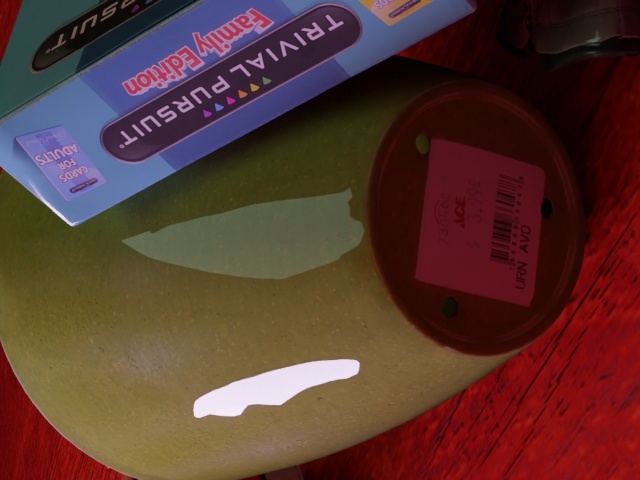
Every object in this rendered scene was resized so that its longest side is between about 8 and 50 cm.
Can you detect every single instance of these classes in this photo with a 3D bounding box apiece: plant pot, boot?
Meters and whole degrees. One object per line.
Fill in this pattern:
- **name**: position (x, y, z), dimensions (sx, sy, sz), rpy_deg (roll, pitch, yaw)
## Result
- **plant pot**: position (0.000, 0.000, 0.963), dimensions (0.293, 0.275, 0.274), rpy_deg (-10, 80, 56)
- **boot**: position (0.136, -0.158, 0.787), dimensions (0.246, 0.083, 0.161), rpy_deg (-152, 58, -79)

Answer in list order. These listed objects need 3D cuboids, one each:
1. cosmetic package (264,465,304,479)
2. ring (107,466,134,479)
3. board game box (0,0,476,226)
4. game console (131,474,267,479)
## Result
- **cosmetic package**: position (-0.053, 0.289, 1.387), dimensions (0.099, 0.060, 0.239), rpy_deg (-108, 25, -44)
- **ring**: position (-0.185, 0.136, 1.633), dimensions (0.336, 0.032, 0.336), rpy_deg (177, 90, -80)
- **board game box**: position (-0.035, -0.192, 0.933), dimensions (0.254, 0.079, 0.336), rpy_deg (-26, 37, 29)
- **game console**: position (-0.092, 0.347, 1.332), dimensions (0.386, 0.060, 0.342), rpy_deg (140, 119, -63)
